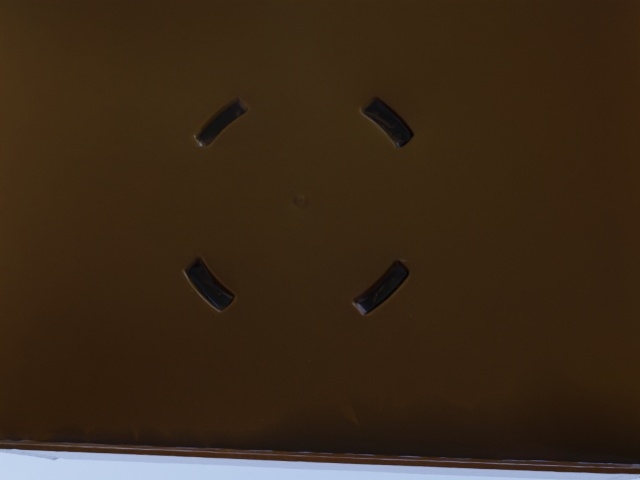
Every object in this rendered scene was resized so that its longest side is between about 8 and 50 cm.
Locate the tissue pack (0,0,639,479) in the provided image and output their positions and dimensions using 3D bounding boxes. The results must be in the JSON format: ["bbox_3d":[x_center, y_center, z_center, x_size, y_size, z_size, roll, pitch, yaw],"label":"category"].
[{"bbox_3d":[0.000,0.000,0.490,0.274,0.145,0.194,2,-103,7],"label":"tissue pack"}]
